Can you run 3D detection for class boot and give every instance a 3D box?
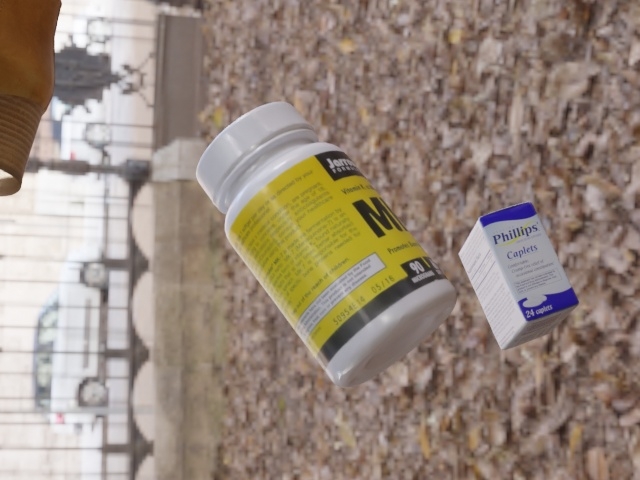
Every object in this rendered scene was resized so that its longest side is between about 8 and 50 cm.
[{"bbox_3d":[-0.333,-0.171,0.834,0.104,0.295,0.211,-24,55,38],"label":"boot"}]

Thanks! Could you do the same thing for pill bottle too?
[{"bbox_3d":[0.000,0.000,0.864,0.208,0.119,0.119,52,151,17],"label":"pill bottle"}]

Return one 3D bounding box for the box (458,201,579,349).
[{"bbox_3d":[0.232,0.043,1.312,0.126,0.072,0.137,103,146,-69],"label":"box"}]
